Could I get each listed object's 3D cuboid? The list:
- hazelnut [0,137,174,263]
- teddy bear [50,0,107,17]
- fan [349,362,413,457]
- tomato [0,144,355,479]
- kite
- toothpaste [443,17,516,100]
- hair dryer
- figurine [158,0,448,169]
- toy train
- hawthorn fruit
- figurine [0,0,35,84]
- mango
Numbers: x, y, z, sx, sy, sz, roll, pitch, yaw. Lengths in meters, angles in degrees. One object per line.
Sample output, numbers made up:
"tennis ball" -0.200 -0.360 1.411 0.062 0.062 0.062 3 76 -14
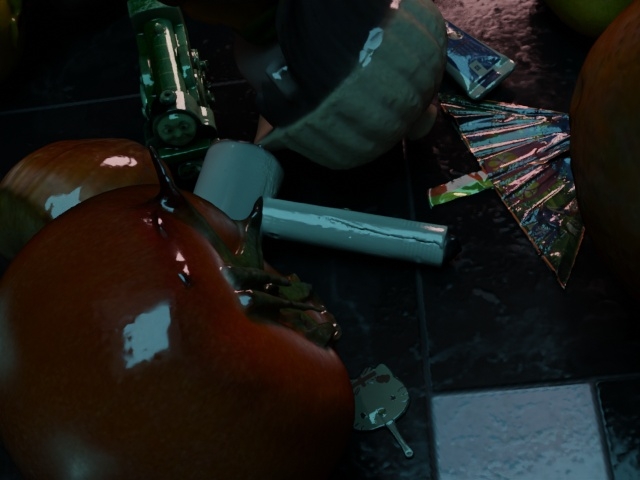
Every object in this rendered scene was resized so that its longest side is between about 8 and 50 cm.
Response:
"hazelnut" -0.199 -0.028 0.819 0.150 0.150 0.150 -5 55 8
"teddy bear" -0.200 -0.352 1.043 0.250 0.144 0.171 -23 46 -7
"fan" 0.047 0.133 0.744 0.056 0.004 0.083 -28 56 -8
"tomato" -0.101 0.087 0.663 0.224 0.256 0.256 -38 55 7
"kite" 0.181 -0.061 0.844 0.183 0.014 0.241 -20 56 -1
"toothpaste" 0.103 -0.204 0.943 0.057 0.035 0.197 -40 61 -10
"hair dryer" 0.000 0.000 0.819 0.236 0.073 0.131 10 60 7
"figurine" -0.017 -0.196 0.786 0.204 0.332 0.185 18 67 33
"toy train" -0.137 -0.141 0.909 0.071 0.105 0.178 -13 55 -3
"hawthorn fruit" 0.301 -0.083 0.700 0.276 0.277 0.298 -25 36 -6
"figurine" -0.384 -0.305 1.014 0.169 0.218 0.327 -6 61 -19
"mango" 0.253 -0.266 0.923 0.111 0.089 0.163 6 66 14
